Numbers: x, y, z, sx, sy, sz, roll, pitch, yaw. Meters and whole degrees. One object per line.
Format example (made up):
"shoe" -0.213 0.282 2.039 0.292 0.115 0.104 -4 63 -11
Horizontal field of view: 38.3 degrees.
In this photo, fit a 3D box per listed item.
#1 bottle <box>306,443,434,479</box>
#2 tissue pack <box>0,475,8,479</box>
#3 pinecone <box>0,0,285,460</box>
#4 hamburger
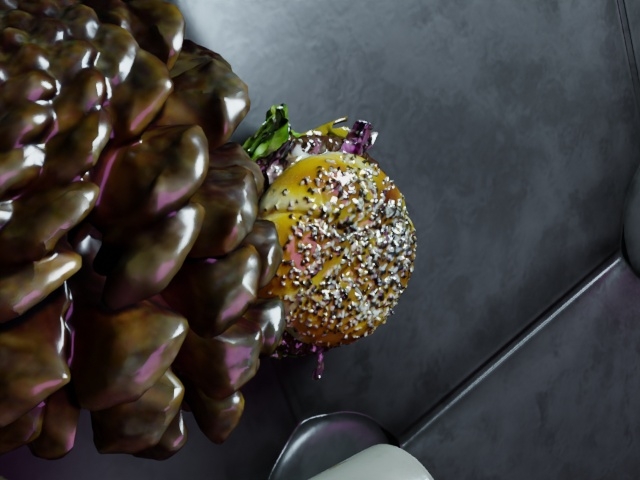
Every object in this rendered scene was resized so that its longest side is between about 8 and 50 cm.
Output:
"bottle" -0.019 0.239 0.664 0.233 0.110 0.110 -18 107 -35
"tissue pack" -0.244 0.290 0.391 0.267 0.276 0.387 13 89 -42
"pinecone" -0.133 -0.006 0.468 0.244 0.244 0.309 -49 140 -22
"hamburger" -0.003 -0.002 0.651 0.164 0.093 0.190 -36 116 -28
